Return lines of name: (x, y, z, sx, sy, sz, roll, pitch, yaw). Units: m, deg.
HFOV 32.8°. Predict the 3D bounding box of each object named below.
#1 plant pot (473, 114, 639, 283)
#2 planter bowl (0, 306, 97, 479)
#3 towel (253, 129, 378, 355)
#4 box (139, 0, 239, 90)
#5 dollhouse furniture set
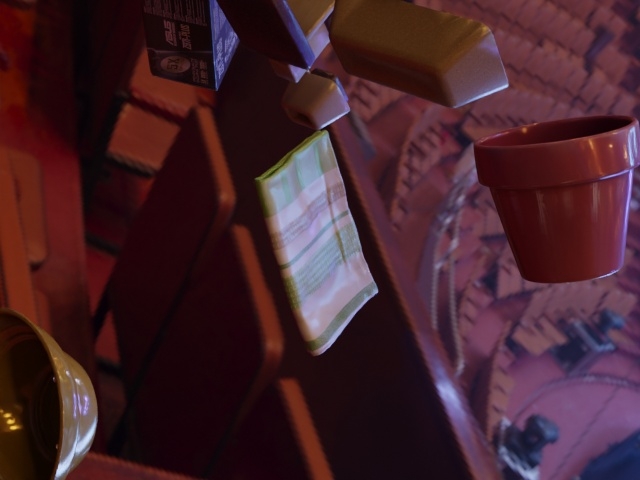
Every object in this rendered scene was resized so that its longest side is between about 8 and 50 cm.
plant pot: (0.300, -0.049, 1.346, 0.201, 0.201, 0.180, -38, 121, -67)
planter bowl: (-0.291, 0.176, 1.102, 0.090, 0.217, 0.217, 4, 44, -49)
towel: (0.000, 0.000, 0.865, 0.113, 0.023, 0.152, -47, 126, -52)
box: (-0.122, -0.271, 1.114, 0.077, 0.180, 0.147, 14, 59, 7)
dollhouse furniture set: (0.036, -0.086, 0.413, 0.114, 0.081, 0.091, 25, -20, 35)
